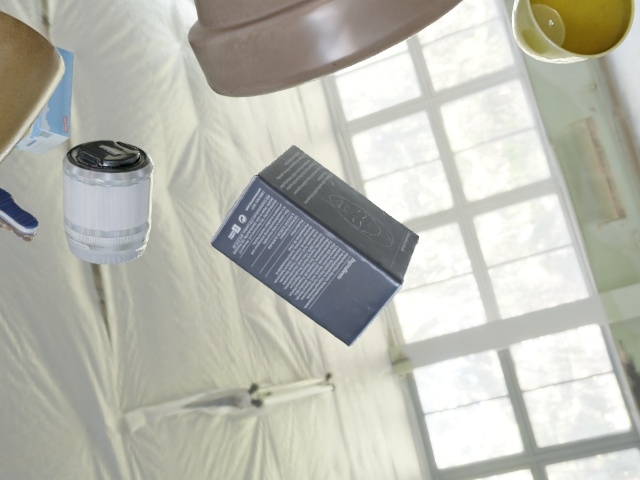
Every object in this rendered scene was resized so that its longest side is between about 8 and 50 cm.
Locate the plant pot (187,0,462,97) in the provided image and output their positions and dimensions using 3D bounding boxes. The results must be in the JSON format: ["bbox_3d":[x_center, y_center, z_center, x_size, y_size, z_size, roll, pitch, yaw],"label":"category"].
[{"bbox_3d":[-0.025,-0.280,0.587,0.263,0.263,0.229,-82,-31,-59],"label":"plant pot"}]

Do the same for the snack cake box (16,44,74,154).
[{"bbox_3d":[-0.758,-0.386,1.949,0.089,0.152,0.264,15,-115,-45],"label":"snack cake box"}]

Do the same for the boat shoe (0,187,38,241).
[{"bbox_3d":[-0.762,-0.061,1.720,0.183,0.066,0.066,39,-142,15],"label":"boat shoe"}]

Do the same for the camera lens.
[{"bbox_3d":[-0.542,-0.105,1.816,0.219,0.220,0.274,-77,-3,-62],"label":"camera lens"}]

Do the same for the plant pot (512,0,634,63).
[{"bbox_3d":[0.279,-0.262,0.834,0.095,0.134,0.134,152,102,-76],"label":"plant pot"}]

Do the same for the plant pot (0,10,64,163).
[{"bbox_3d":[-0.589,-0.228,1.195,0.237,0.237,0.254,49,-132,-57],"label":"plant pot"}]

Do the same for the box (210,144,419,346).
[{"bbox_3d":[0.000,0.000,1.657,0.395,0.212,0.293,36,-154,0],"label":"box"}]
